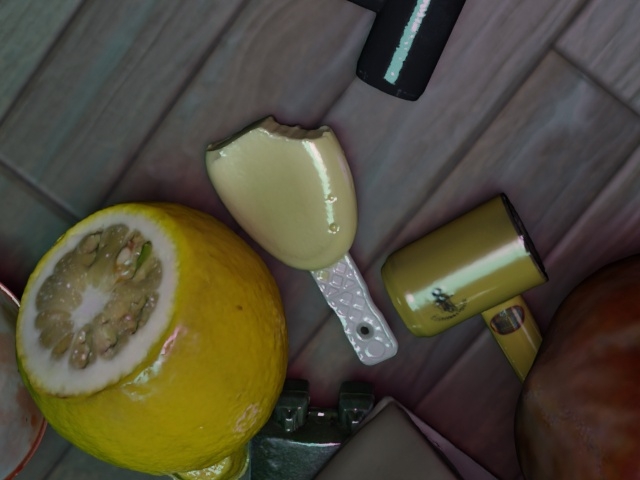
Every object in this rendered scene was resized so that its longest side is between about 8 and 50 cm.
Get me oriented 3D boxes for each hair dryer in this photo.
[{"bbox_3d":[0.178,0.103,1.339,0.135,0.090,0.278,-29,107,10],"label":"hair dryer"},{"bbox_3d":[-0.001,-0.226,1.275,0.255,0.070,0.128,23,106,5],"label":"hair dryer"}]

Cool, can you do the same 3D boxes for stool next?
[{"bbox_3d":[0.131,0.310,1.255,0.270,0.243,0.170,39,95,-30],"label":"stool"}]

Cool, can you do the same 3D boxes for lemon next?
[{"bbox_3d":[-0.137,0.095,1.284,0.240,0.240,0.219,-35,139,12],"label":"lemon"}]

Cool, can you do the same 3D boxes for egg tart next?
[{"bbox_3d":[-0.117,0.205,1.404,0.105,0.039,0.105,1,104,2],"label":"egg tart"}]

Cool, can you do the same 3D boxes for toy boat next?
[{"bbox_3d":[-0.001,0.288,1.396,0.141,0.092,0.319,2,113,2],"label":"toy boat"}]

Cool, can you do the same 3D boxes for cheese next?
[{"bbox_3d":[0.000,0.000,1.320,0.127,0.050,0.255,-28,98,21],"label":"cheese"}]

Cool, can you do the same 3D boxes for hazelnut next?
[{"bbox_3d":[0.345,0.181,1.212,0.366,0.366,0.365,1,105,4],"label":"hazelnut"}]

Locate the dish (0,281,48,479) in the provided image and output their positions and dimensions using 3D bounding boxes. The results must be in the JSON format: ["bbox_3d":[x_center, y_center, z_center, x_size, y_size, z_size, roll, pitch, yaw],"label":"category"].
[{"bbox_3d":[-0.378,0.123,1.377,0.260,0.085,0.260,0,104,2],"label":"dish"}]
